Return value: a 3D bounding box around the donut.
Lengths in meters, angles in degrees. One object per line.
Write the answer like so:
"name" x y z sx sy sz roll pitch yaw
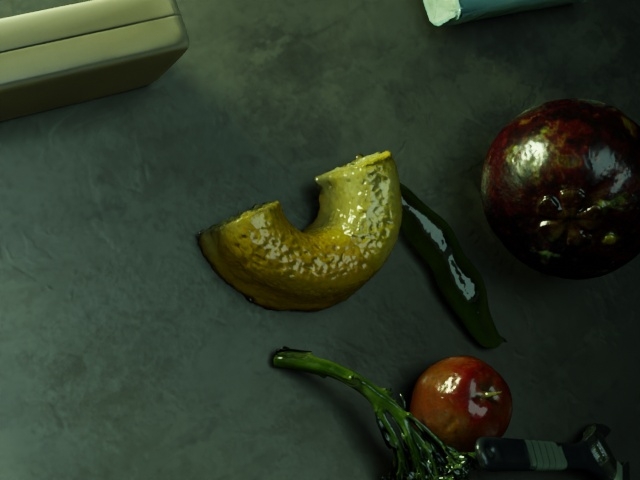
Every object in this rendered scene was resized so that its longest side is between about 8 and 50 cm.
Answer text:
"donut" 0.006 0.002 1.701 0.259 0.101 0.152 -27 95 -25

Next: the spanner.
"spanner" 0.283 0.257 1.755 0.316 0.024 0.087 11 59 -46

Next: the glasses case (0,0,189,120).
"glasses case" -0.316 -0.189 1.567 0.336 0.144 0.076 -18 84 -31

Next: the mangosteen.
"mangosteen" 0.328 -0.073 1.843 0.231 0.231 0.289 59 23 -1

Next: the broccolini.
"broccolini" 0.050 0.221 1.687 0.271 0.062 0.123 35 105 3

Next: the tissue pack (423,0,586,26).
"tissue pack" 0.242 -0.388 1.939 0.263 0.089 0.177 -15 84 -32

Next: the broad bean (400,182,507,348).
"broad bean" 0.145 0.010 1.802 0.060 0.043 0.297 -37 93 -12

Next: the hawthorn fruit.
"hawthorn fruit" 0.177 0.194 1.725 0.125 0.140 0.125 41 32 -33
